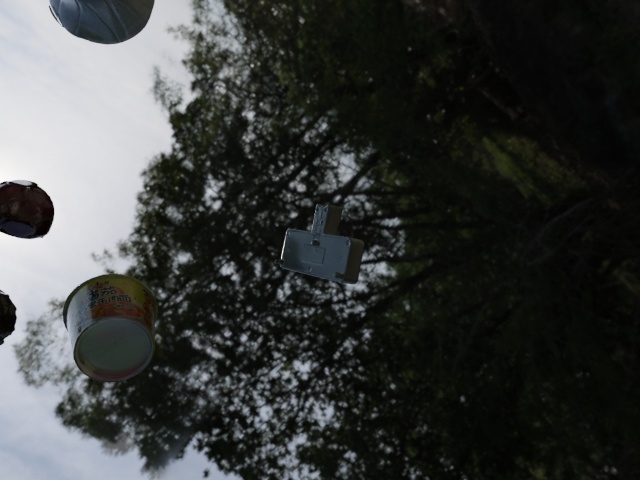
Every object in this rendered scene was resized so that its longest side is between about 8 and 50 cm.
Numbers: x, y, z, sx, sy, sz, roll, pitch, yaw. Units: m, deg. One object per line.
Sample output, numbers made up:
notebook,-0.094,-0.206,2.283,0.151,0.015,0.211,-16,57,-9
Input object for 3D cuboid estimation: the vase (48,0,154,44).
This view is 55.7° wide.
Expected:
vase,-0.364,-0.458,0.862,0.250,0.250,0.445,44,171,3

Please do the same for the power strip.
power strip,0.000,0.000,1.203,0.061,0.145,0.215,14,177,-39

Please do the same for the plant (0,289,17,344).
plant,-0.961,0.195,1.584,0.188,0.199,0.276,44,-171,25

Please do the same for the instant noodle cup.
instant noodle cup,-0.567,0.246,1.661,0.264,0.264,0.200,33,-173,-30

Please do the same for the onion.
onion,-0.743,-0.083,1.459,0.173,0.135,0.198,20,-177,17
